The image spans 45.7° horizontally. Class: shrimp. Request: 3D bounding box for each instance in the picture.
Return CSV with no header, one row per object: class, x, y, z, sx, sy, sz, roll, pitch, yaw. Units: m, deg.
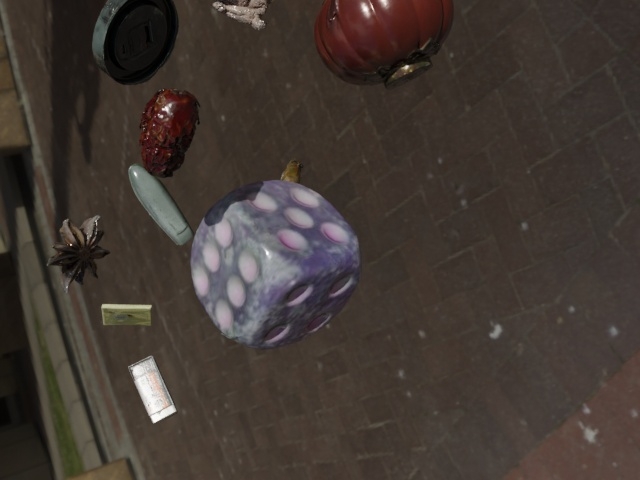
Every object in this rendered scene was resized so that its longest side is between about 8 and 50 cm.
shrimp,-0.117,-0.145,2.235,0.058,0.296,0.169,41,116,-13

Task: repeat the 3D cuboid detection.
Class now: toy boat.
toy boat,-0.431,-0.099,2.029,0.085,0.078,0.260,27,153,54

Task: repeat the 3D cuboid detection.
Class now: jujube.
jujube,-0.262,-0.180,1.285,0.104,0.104,0.165,49,127,40

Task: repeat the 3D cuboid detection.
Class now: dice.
dice,-0.097,0.051,1.620,0.270,0.271,0.270,51,130,29

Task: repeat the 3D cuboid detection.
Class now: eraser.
eraser,-0.321,0.286,1.457,0.122,0.052,0.029,62,171,14

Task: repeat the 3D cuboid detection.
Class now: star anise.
star anise,-0.588,0.028,1.825,0.065,0.182,0.195,15,129,24

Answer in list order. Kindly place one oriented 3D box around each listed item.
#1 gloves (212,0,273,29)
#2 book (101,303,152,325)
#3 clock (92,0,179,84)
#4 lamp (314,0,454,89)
gloves,-0.146,-0.429,1.303,0.144,0.094,0.110,44,-169,-39
book,-0.446,0.173,1.752,0.077,0.111,0.014,106,162,-51
clock,-0.506,-0.562,2.084,0.055,0.281,0.280,32,135,22
lamp,0.132,-0.455,1.593,0.256,0.303,0.303,63,152,0
